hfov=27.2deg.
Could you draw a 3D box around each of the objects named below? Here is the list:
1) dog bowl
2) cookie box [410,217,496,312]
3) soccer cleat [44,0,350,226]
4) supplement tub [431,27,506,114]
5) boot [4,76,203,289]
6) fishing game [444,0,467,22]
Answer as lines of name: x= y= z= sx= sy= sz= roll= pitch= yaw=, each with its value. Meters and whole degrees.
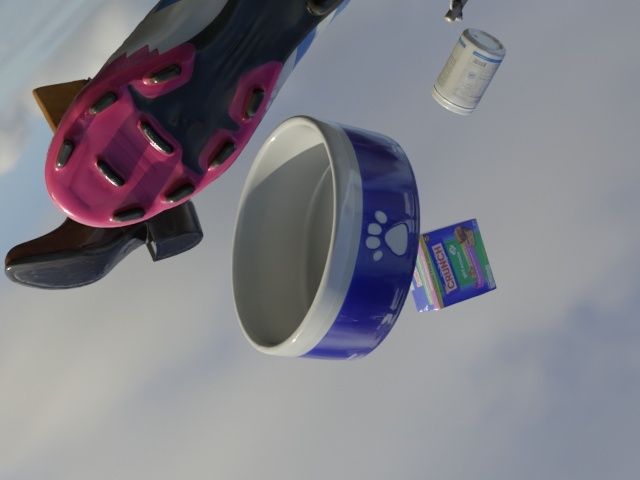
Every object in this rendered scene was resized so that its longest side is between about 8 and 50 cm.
dog bowl: x=0.000 y=0.000 z=1.464 sx=0.265 sy=0.104 sz=0.265 roll=-30 pitch=-125 yaw=57
cookie box: x=0.150 y=0.029 z=1.563 sx=0.107 sy=0.092 sz=0.040 roll=-16 pitch=180 yaw=-42
soccer cleat: x=-0.073 y=-0.145 z=0.976 sx=0.331 sy=0.116 sz=0.143 roll=-45 pitch=-160 yaw=12
supplement tub: x=0.211 y=-0.241 z=1.882 sx=0.107 sy=0.071 sz=0.071 roll=-61 pitch=-174 yaw=29
boot: x=-0.314 y=-0.091 z=1.703 sx=0.264 sy=0.280 sz=0.096 roll=-19 pitch=159 yaw=-16
fishing game: x=0.066 y=-0.274 z=0.826 sx=0.041 sy=0.264 sz=0.189 roll=25 pitch=-99 yaw=39
